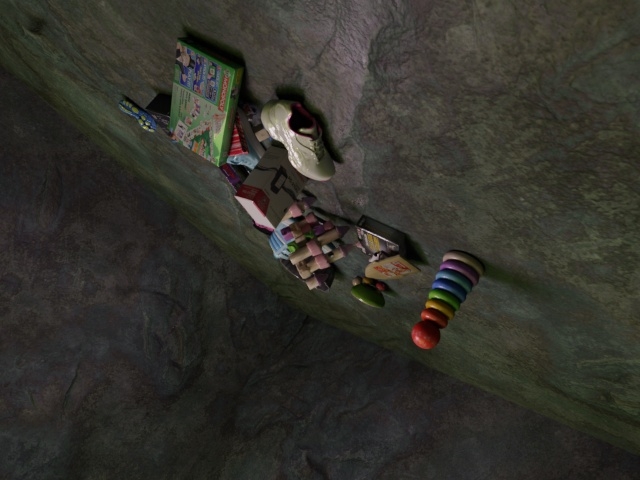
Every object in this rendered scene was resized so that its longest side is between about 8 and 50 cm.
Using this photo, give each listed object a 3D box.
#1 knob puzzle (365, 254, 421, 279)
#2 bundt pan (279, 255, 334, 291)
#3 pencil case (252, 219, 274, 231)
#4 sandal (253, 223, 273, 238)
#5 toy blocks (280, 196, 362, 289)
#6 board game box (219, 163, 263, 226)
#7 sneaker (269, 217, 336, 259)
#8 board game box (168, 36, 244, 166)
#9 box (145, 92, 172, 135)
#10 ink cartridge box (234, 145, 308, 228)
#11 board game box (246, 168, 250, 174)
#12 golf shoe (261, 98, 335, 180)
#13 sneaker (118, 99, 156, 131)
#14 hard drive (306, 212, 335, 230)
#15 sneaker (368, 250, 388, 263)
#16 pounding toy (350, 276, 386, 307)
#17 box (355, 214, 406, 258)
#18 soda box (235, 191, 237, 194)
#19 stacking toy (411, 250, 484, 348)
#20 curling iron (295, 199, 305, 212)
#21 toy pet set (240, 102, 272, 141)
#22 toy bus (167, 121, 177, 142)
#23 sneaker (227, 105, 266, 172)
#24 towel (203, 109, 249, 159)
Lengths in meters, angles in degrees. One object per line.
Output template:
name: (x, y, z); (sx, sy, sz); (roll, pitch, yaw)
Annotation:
knob puzzle: (0.255, 0.102, 1.695); (0.213, 0.029, 0.213); (0, 153, 0)
bundt pan: (-0.057, 0.143, 2.466); (0.331, 0.124, 0.331); (31, 163, 11)
pencil case: (-0.238, -0.090, 2.233); (0.209, 0.095, 0.098); (18, 136, 36)
sandal: (-0.279, -0.022, 2.533); (0.255, 0.054, 0.097); (27, 162, 20)
toy blocks: (0.000, 0.000, 1.796); (0.288, 0.260, 0.309); (62, 180, 38)
board game box: (-0.308, -0.235, 1.753); (0.346, 0.056, 0.208); (56, -176, -27)
sneaker: (-0.094, 0.033, 2.062); (0.319, 0.208, 0.127); (34, -169, 13)
board game box: (-0.353, -0.410, 1.348); (0.214, 0.046, 0.317); (31, 128, 13)
box: (-0.575, -0.481, 1.768); (0.156, 0.093, 0.158); (23, 161, 31)
ink cartridge box: (-0.168, -0.189, 1.587); (0.100, 0.237, 0.172); (18, 157, 34)
board game box: (-0.298, -0.269, 1.954); (0.103, 0.026, 0.154); (39, 162, -17)
golf shoe: (-0.040, -0.286, 1.314); (0.140, 0.115, 0.306); (6, 149, 50)
sneaker: (-0.832, -0.574, 2.052); (0.188, 0.067, 0.078); (38, -176, -18)
hard drive: (0.004, -0.066, 1.965); (0.135, 0.022, 0.094); (29, 162, 15)
sneaker: (0.216, 0.063, 1.725); (0.044, 0.040, 0.109); (41, 153, -12)
pounding toy: (0.254, 0.235, 2.242); (0.183, 0.110, 0.237); (24, -167, -4)
box: (0.235, 0.014, 1.711); (0.183, 0.056, 0.231); (27, 162, 23)
soda box: (-0.263, -0.188, 1.966); (0.210, 0.067, 0.071); (20, 167, 7)
stacking toy: (0.400, 0.200, 1.454); (0.141, 0.330, 0.141); (30, 162, 11)
curling iron: (-0.150, -0.199, 1.850); (0.274, 0.035, 0.068); (49, -166, -31)
toy pet set: (-0.192, -0.382, 1.447); (0.114, 0.065, 0.122); (65, -177, 40)
toy bus: (-0.436, -0.433, 1.618); (0.191, 0.202, 0.104); (20, -170, 19)
sneaker: (-0.302, -0.321, 1.608); (0.135, 0.150, 0.366); (25, 160, 30)
towel: (-0.339, -0.393, 1.399); (0.199, 0.031, 0.274); (0, 115, 33)
